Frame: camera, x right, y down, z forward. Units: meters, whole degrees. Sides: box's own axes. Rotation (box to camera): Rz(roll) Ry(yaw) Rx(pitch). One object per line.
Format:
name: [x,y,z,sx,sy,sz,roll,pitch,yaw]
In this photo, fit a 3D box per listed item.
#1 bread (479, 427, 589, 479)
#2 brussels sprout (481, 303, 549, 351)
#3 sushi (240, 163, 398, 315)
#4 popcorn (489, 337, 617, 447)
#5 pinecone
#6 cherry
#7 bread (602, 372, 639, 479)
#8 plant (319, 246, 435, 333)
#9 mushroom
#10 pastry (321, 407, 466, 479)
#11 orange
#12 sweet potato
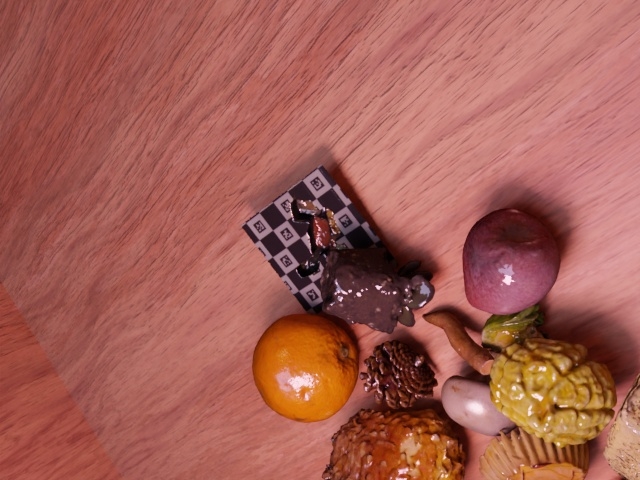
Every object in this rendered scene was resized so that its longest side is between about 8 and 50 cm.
bread: [0.519,0.548,1.726,0.274,0.149,0.274,0,129,0]
brussels sprout: [0.458,0.212,1.716,0.181,0.139,0.101,-30,44,61]
sushi: [0.000,0.000,2.017,0.359,0.064,0.343,-34,96,35]
popcorn: [0.511,0.332,1.583,0.270,0.224,0.258,26,168,-13]
pinecone: [0.202,0.364,1.941,0.186,0.168,0.212,63,156,8]
cherry: [0.429,0.058,1.629,0.239,0.206,0.239,161,90,-81]
bread: [0.785,0.425,1.584,0.248,0.279,0.315,31,166,26]
plant: [0.143,0.120,1.850,0.276,0.188,0.199,10,122,-8]
mushroom: [0.413,0.372,1.789,0.207,0.207,0.215,18,84,32]
pastry: [0.196,0.638,1.938,0.405,0.337,0.292,-11,139,38]
orange: [-0.041,0.358,2.034,0.312,0.312,0.312,14,115,33]
sweet potato: [0.345,0.239,1.804,0.281,0.059,0.067,-128,25,-52]
